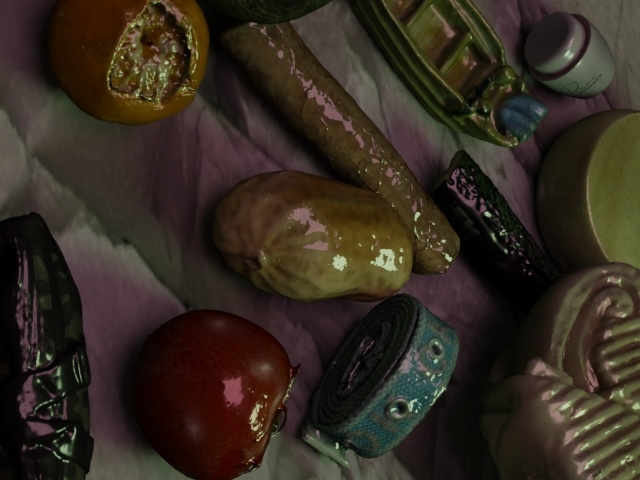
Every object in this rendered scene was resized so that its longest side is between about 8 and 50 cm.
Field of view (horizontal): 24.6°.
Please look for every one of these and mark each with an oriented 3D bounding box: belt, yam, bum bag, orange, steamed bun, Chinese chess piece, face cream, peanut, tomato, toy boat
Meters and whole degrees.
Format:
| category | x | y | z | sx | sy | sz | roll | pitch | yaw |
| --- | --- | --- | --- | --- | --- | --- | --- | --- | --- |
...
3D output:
| category | x | y | z | sx | sy | sz | roll | pitch | yaw |
| --- | --- | --- | --- | --- | --- | --- | --- | --- | --- |
| belt | 0.063 | 0.136 | 1.489 | 0.082 | 0.147 | 0.163 | 37 | 54 | -22 |
| yam | 0.025 | -0.103 | 1.535 | 0.357 | 0.081 | 0.081 | 50 | 60 | -21 |
| bum bag | -0.246 | 0.144 | 1.286 | 0.144 | 0.095 | 0.341 | 27 | 59 | -77 |
| orange | -0.176 | -0.184 | 1.368 | 0.154 | 0.134 | 0.155 | 4 | 82 | -27 |
| steamed bun | 0.303 | 0.222 | 1.609 | 0.324 | 0.219 | 0.310 | 43 | 51 | -8 |
| Chinese chess piece | 0.364 | -0.040 | 1.751 | 0.237 | 0.092 | 0.238 | 6 | 79 | -34 |
| face cream | 0.295 | -0.217 | 1.728 | 0.095 | 0.091 | 0.091 | 31 | 67 | -37 |
| peanut | 0.000 | 0.000 | 1.472 | 0.224 | 0.129 | 0.129 | 7 | 80 | -31 |
| tomato | -0.103 | 0.142 | 1.373 | 0.167 | 0.167 | 0.167 | 5 | 81 | -34 |
| toy boat | 0.133 | -0.216 | 1.624 | 0.276 | 0.084 | 0.111 | 47 | 63 | -17 |

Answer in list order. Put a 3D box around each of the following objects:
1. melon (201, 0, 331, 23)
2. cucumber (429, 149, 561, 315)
| category | x | y | z | sx | sy | sz | roll | pitch | yaw |
| --- | --- | --- | --- | --- | --- | --- | --- | --- | --- |
| melon | -0.062 | -0.357 | 1.404 | 0.237 | 0.237 | 0.302 | 7 | 57 | -34 |
| cucumber | 0.203 | 0.008 | 1.644 | 0.241 | 0.074 | 0.074 | 50 | 60 | -20 |
